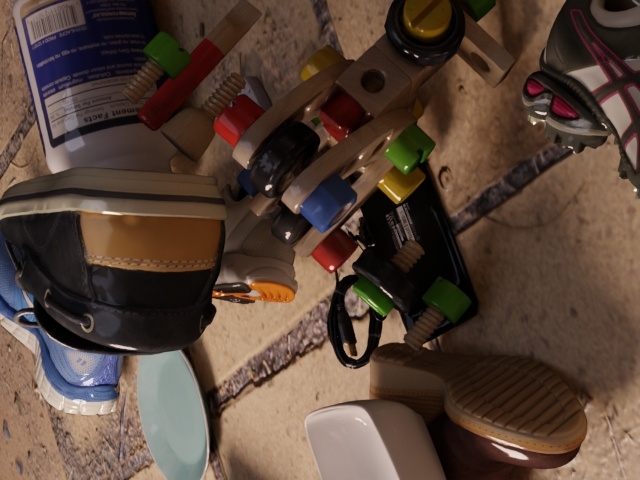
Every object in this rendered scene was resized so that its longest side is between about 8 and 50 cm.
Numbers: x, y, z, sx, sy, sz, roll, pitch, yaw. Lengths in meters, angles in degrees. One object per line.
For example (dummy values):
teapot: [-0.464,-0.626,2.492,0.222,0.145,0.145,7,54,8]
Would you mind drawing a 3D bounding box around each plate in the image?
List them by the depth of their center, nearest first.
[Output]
plate: [-0.166,0.201,1.691,0.188,0.024,0.188,26,121,54]

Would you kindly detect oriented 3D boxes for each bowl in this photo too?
bowl: [0.054,0.189,1.139,0.142,0.053,0.142,-23,86,65]

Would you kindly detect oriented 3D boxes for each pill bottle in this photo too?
pill bottle: [-0.238,-0.150,1.585,0.153,0.153,0.265,-27,75,58]

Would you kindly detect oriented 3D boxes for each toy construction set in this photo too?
toy construction set: [0.016,-0.122,1.149,0.309,0.237,0.257,37,173,33]

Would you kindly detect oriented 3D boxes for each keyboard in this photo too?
keyboard: [0.073,-0.007,1.235,0.100,0.038,0.192,-30,70,33]

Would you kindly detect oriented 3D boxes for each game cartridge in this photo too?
game cartridge: [-0.064,-0.118,1.437,0.056,0.017,0.083,-50,56,57]

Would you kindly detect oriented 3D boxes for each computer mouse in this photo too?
computer mouse: [0.000,0.000,1.306,0.041,0.071,0.242,66,-178,-73]

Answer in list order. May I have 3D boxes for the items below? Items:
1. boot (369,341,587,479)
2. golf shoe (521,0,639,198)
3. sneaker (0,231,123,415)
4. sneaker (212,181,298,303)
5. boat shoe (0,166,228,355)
boot: [0.134,0.196,1.154,0.248,0.090,0.207,14,123,56]
golf shoe: [0.226,-0.085,0.877,0.273,0.105,0.120,40,124,47]
sneaker: [-0.330,0.075,1.862,0.330,0.130,0.147,46,121,40]
sneaker: [-0.087,-0.001,1.456,0.262,0.099,0.121,-4,74,62]
boat shoe: [-0.195,0.025,1.309,0.500,0.187,0.156,177,94,-73]
